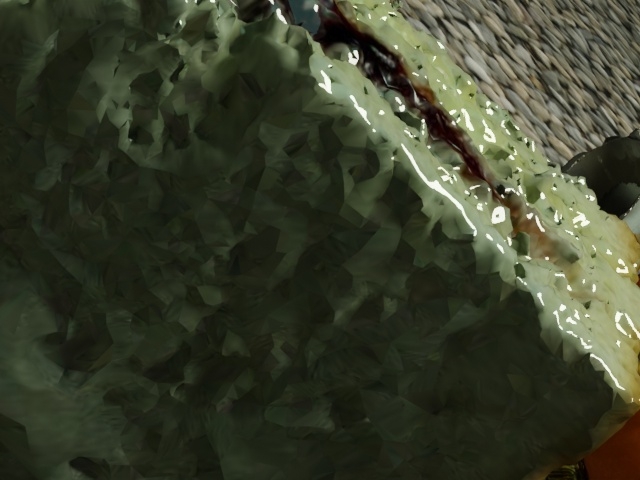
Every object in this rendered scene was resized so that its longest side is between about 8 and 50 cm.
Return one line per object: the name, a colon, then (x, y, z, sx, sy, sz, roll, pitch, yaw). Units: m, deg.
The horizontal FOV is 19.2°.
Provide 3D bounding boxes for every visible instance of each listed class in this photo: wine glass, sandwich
wine glass: (0.287, 0.007, 1.618, 0.183, 0.122, 0.122, 39, 23, -28)
sandwich: (-0.062, 0.010, 0.726, 0.325, 0.262, 0.131, 42, 24, -16)

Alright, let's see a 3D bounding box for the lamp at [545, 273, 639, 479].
lamp: (0.242, 0.123, 1.213, 0.223, 0.196, 0.223, -4, 90, -81)
